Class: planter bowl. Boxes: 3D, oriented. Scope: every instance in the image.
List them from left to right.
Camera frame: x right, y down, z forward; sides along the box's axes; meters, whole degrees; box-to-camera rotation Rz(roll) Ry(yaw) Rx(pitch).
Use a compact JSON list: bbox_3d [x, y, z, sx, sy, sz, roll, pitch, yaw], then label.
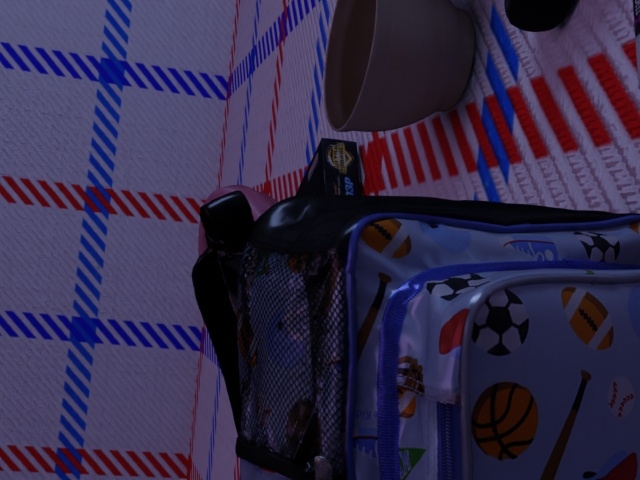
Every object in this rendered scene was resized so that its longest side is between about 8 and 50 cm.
[{"bbox_3d":[0.077,-0.175,0.850,0.162,0.109,0.162,-174,90,-76],"label":"planter bowl"}]

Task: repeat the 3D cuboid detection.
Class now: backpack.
[{"bbox_3d":[0.083,0.113,0.468,0.213,0.276,0.263,18,105,62],"label":"backpack"}]

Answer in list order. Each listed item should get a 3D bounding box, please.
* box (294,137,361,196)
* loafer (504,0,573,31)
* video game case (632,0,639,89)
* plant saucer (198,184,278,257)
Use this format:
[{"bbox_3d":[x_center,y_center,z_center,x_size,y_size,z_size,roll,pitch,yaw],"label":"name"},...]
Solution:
[{"bbox_3d":[0.000,0.000,1.185,0.220,0.051,0.175,120,152,-58],"label":"box"},{"bbox_3d":[0.167,-0.232,0.630,0.061,0.062,0.170,-92,17,-45],"label":"loafer"},{"bbox_3d":[0.223,-0.215,0.437,0.210,0.042,0.232,139,136,-67],"label":"video game case"},{"bbox_3d":[-0.052,0.089,1.116,0.332,0.084,0.332,44,141,50],"label":"plant saucer"}]
